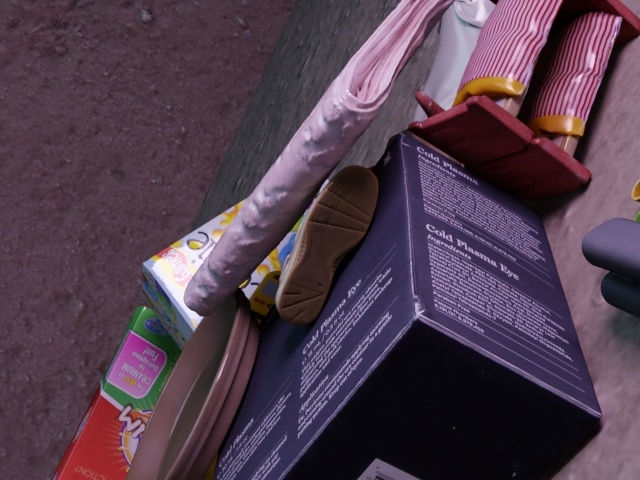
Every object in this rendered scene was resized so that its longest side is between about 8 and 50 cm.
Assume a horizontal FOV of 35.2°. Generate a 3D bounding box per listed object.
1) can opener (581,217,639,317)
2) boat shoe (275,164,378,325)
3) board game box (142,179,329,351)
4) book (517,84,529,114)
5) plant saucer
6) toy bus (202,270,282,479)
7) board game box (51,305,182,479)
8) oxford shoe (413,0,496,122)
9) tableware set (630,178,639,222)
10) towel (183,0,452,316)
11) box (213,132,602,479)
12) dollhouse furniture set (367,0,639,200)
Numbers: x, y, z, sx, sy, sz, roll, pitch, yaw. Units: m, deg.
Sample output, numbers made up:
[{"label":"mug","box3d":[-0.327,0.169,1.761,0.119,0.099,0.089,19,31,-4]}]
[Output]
[{"label":"can opener","box3d":[0.276,0.024,0.653,0.095,0.076,0.283,-30,13,-6]},{"label":"boat shoe","box3d":[0.001,0.001,0.903,0.153,0.056,0.048,-67,18,5]},{"label":"board game box","box3d":[-0.090,0.036,1.378,0.275,0.144,0.142,-34,-12,-20]},{"label":"book","box3d":[0.252,-0.216,1.206,0.144,0.035,0.096,-54,22,24]},{"label":"plant saucer","box3d":[-0.136,0.180,1.075,0.278,0.041,0.278,-58,14,23]},{"label":"toy bus","box3d":[-0.083,0.204,1.285,0.130,0.108,0.333,-59,-8,-50]},{"label":"board game box","box3d":[-0.229,0.290,1.484,0.317,0.242,0.064,-66,16,-12]},{"label":"oxford shoe","box3d":[0.218,-0.340,1.357,0.449,0.130,0.169,-64,16,-4]},{"label":"tableware set","box3d":[0.296,-0.057,0.779,0.154,0.024,0.104,-39,27,55]},{"label":"towel","box3d":[0.006,-0.102,1.033,0.332,0.053,0.317,-51,3,42]},{"label":"box","box3d":[0.057,0.132,0.930,0.343,0.179,0.312,-53,17,27]},{"label":"dollhouse furniture set","box3d":[0.146,-0.144,1.106,0.374,0.152,0.201,-18,45,60]}]
